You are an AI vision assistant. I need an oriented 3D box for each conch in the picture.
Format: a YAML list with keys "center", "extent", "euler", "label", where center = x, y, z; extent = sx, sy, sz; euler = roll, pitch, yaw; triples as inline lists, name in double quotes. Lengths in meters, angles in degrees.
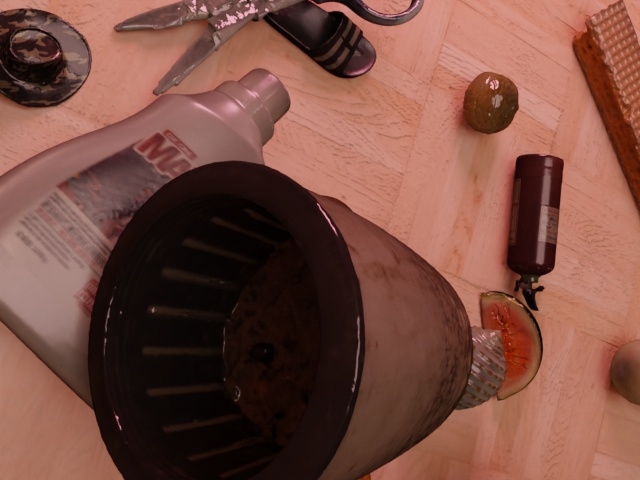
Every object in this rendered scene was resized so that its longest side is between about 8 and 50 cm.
- center: [0.186, 0.172, 0.960]
  extent: [0.153, 0.102, 0.135]
  euler: [-41, 92, -21]
  label: "conch"

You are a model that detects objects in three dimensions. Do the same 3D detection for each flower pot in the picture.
- center: [-0.006, 0.097, 0.686]
  extent: [0.330, 0.293, 0.294]
  euler: [12, 82, -55]
  label: "flower pot"

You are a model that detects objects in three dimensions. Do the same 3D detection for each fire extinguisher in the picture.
- center: [0.328, -0.009, 1.056]
  extent: [0.099, 0.071, 0.231]
  euler: [10, 84, -54]
  label: "fire extinguisher"

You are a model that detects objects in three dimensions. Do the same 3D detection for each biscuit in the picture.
- center: [0.525, -0.203, 1.165]
  extent: [0.094, 0.054, 0.379]
  euler: [-33, 103, -23]
  label: "biscuit"

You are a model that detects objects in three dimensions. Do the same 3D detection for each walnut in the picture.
- center: [0.247, -0.199, 1.011]
  extent: [0.092, 0.092, 0.092]
  euler: [1, 88, -27]
  label: "walnut"

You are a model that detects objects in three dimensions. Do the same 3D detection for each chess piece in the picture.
- center: [0.594, 0.225, 1.155]
  extent: [0.251, 0.144, 0.145]
  euler: [11, 84, -20]
  label: "chess piece"

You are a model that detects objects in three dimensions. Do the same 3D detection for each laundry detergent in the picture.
- center: [-0.174, -0.035, 0.769]
  extent: [0.398, 0.124, 0.264]
  euler: [-46, 108, -23]
  label: "laundry detergent"

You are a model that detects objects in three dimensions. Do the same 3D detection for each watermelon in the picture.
- center: [0.298, 0.150, 1.031]
  extent: [0.086, 0.069, 0.164]
  euler: [-11, 91, -28]
  label: "watermelon"

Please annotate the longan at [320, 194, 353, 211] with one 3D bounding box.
- center: [0.000, 0.000, 0.869]
  extent: [0.113, 0.092, 0.114]
  euler: [1, 87, -22]
  label: "longan"

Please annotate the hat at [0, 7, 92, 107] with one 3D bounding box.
- center: [-0.303, -0.201, 0.743]
  extent: [0.121, 0.050, 0.121]
  euler: [2, 86, -30]
  label: "hat"

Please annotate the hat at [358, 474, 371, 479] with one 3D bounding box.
- center: [0.002, 0.283, 0.815]
  extent: [0.233, 0.244, 0.234]
  euler: [-43, 115, -36]
  label: "hat"

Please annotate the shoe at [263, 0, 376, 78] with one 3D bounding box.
- center: [0.004, -0.273, 0.903]
  extent: [0.179, 0.049, 0.071]
  euler: [28, 77, -24]
  label: "shoe"

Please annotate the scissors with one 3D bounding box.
- center: [-0.068, -0.304, 0.857]
  extent: [0.383, 0.029, 0.256]
  euler: [-37, 88, -20]
  label: "scissors"
